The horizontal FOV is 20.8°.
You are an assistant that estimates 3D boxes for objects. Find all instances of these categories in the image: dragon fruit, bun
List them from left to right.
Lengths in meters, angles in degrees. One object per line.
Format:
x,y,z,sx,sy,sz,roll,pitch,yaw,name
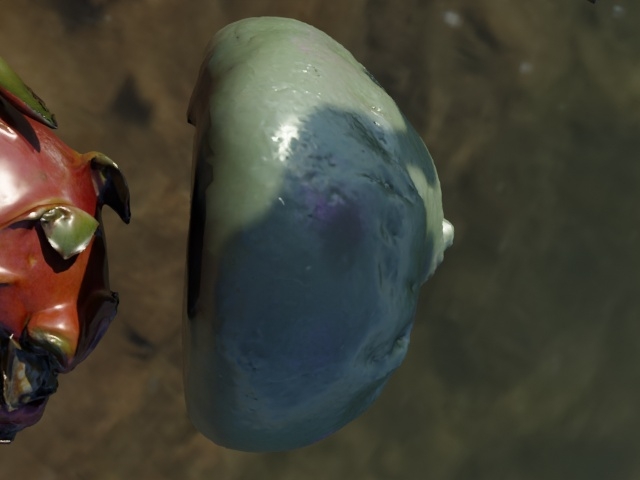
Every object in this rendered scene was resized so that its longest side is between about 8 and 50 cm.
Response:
-0.234,0.005,1.154,0.227,0.224,0.224,37,83,6,dragon fruit
0.000,0.000,1.128,0.179,0.283,0.283,3,107,-3,bun

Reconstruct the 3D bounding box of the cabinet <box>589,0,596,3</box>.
0.284,-0.308,1.424,0.215,0.148,0.175,-11,120,-19,cabinet
